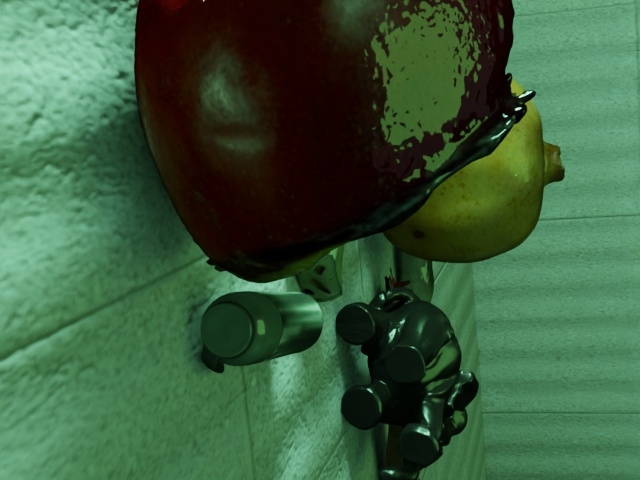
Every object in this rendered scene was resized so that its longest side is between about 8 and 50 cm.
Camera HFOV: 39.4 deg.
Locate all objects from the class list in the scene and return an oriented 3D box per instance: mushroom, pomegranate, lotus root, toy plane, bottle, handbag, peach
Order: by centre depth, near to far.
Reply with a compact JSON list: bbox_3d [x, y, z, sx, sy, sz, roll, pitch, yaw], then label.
[{"bbox_3d":[-0.007,-0.160,0.834,0.353,0.339,0.416,13,71,-35],"label":"peach"},{"bbox_3d":[-0.067,0.103,1.016,0.096,0.079,0.254,-55,166,6],"label":"bottle"},{"bbox_3d":[0.003,-0.001,1.291,0.143,0.070,0.144,61,29,-59],"label":"lotus root"},{"bbox_3d":[0.277,-0.148,1.744,0.417,0.417,0.416,-3,90,-75],"label":"pomegranate"},{"bbox_3d":[0.164,0.415,1.751,0.127,0.063,0.190,-42,138,-62],"label":"handbag"},{"bbox_3d":[0.142,0.150,1.792,0.130,0.061,0.189,72,25,-45],"label":"toy plane"},{"bbox_3d":[0.217,0.016,2.036,0.109,0.097,0.351,-18,109,-72],"label":"mushroom"}]

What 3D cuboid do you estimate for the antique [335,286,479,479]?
[{"bbox_3d":[0.158,0.241,1.551,0.255,0.185,0.322,-8,91,-66],"label":"antique"}]
